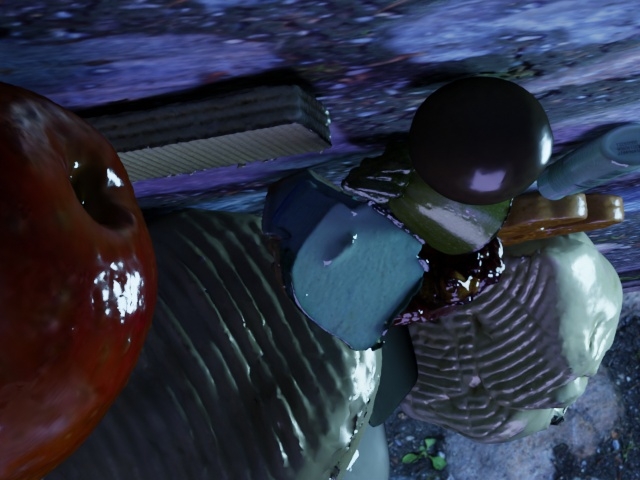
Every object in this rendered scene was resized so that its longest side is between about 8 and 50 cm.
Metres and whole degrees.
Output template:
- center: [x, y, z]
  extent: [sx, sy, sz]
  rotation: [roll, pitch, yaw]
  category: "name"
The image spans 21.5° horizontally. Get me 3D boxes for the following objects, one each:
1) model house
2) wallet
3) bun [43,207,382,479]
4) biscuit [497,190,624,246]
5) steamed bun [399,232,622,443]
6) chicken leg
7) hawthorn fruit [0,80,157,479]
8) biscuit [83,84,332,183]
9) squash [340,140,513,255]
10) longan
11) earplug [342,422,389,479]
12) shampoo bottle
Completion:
- center: [0.000, 0.000, 1.503]
  extent: [0.148, 0.119, 0.149]
  rotation: [34, -176, -38]
  category: "model house"
- center: [0.054, 0.121, 1.972]
  extent: [0.052, 0.168, 0.245]
  rotation: [-20, -178, 17]
  category: "wallet"
- center: [-0.118, 0.135, 1.617]
  extent: [0.326, 0.362, 0.234]
  rotation: [37, 163, -9]
  category: "bun"
- center: [0.174, -0.016, 1.908]
  extent: [0.334, 0.047, 0.202]
  rotation: [-13, 171, 37]
  category: "biscuit"
- center: [0.244, 0.103, 2.118]
  extent: [0.320, 0.275, 0.206]
  rotation: [-20, -176, 37]
  category: "steamed bun"
- center: [-0.003, 0.054, 1.802]
  extent: [0.407, 0.158, 0.096]
  rotation: [-13, 129, 8]
  category: "chicken leg"
- center: [-0.228, 0.038, 0.951]
  extent: [0.284, 0.284, 0.284]
  rotation: [-9, 173, -1]
  category: "hawthorn fruit"
- center: [-0.098, -0.069, 1.150]
  extent: [0.199, 0.040, 0.121]
  rotation: [-9, 176, 11]
  category: "biscuit"
- center: [0.081, -0.053, 1.401]
  extent: [0.105, 0.105, 0.132]
  rotation: [-15, 154, 42]
  category: "squash"
- center: [0.117, -0.071, 1.198]
  extent: [0.113, 0.092, 0.113]
  rotation: [-10, 175, -1]
  category: "longan"
- center: [-0.072, 0.224, 2.135]
  extent: [0.313, 0.394, 0.312]
  rotation: [-9, 175, -1]
  category: "earplug"
- center: [0.258, -0.071, 1.596]
  extent: [0.069, 0.041, 0.191]
  rotation: [-13, 175, -17]
  category: "shampoo bottle"
